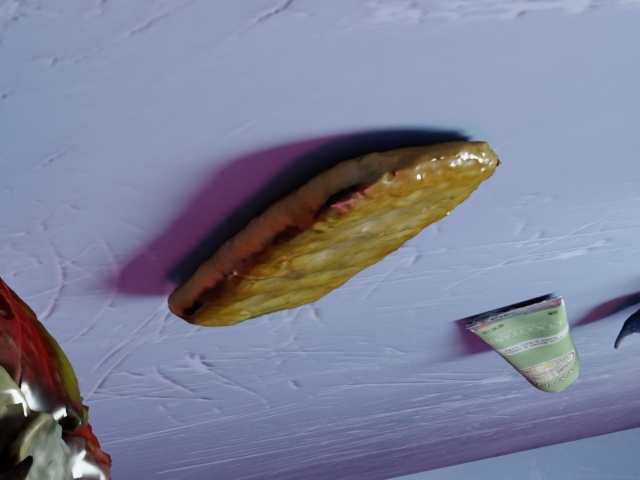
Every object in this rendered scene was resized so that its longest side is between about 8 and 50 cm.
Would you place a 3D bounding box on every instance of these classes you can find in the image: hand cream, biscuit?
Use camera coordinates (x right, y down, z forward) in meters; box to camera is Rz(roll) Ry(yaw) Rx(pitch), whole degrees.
[{"bbox_3d":[0.201,0.098,1.164,0.086,0.055,0.235,-20,157,12],"label":"hand cream"},{"bbox_3d":[0.000,0.000,0.664,0.118,0.029,0.247,-12,166,-32],"label":"biscuit"}]

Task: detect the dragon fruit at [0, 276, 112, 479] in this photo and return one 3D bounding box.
[{"bbox_3d":[-0.210,0.107,0.409,0.343,0.277,0.277,-7,168,19],"label":"dragon fruit"}]

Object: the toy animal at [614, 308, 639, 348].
[{"bbox_3d":[0.399,0.065,1.169,0.239,0.176,0.255,-12,-160,6],"label":"toy animal"}]
